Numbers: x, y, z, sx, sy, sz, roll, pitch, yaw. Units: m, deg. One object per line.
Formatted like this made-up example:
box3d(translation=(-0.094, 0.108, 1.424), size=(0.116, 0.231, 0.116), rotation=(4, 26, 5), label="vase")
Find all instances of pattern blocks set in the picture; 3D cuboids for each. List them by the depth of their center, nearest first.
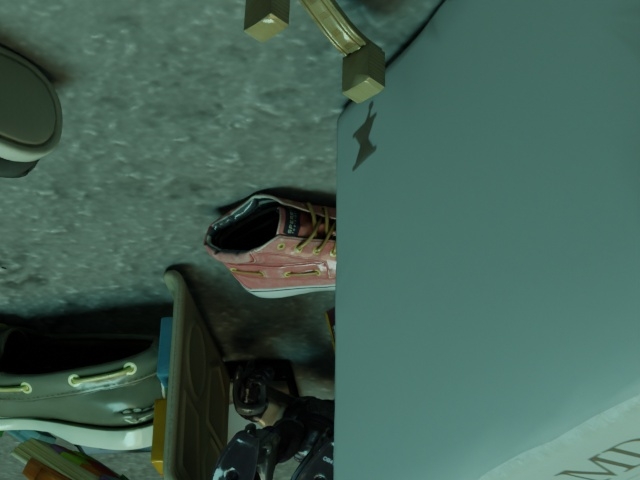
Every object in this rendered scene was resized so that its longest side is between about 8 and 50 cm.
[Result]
box3d(translation=(-0.198, 0.246, 1.283), size=(0.325, 0.026, 0.285), rotation=(29, 173, 8), label="pattern blocks set")

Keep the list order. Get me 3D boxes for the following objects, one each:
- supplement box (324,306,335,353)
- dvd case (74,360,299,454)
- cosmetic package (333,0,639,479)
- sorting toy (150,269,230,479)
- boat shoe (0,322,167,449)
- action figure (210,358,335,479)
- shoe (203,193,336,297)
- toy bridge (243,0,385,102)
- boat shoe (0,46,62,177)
box3d(translation=(0.111, 0.082, 1.060), size=(0.188, 0.104, 0.081), rotation=(-11, 173, -18), label="supplement box")
box3d(translation=(-0.146, 0.175, 1.366), size=(0.253, 0.022, 0.180), rotation=(-3, 149, 5), label="dvd case")
box3d(translation=(0.252, 0.027, 0.815), size=(0.394, 0.327, 0.329), rotation=(16, 147, -24), label="cosmetic package")
box3d(translation=(-0.112, 0.157, 1.151), size=(0.038, 0.208, 0.193), rotation=(-8, 149, 5), label="sorting toy")
box3d(translation=(-0.273, 0.121, 1.207), size=(0.305, 0.109, 0.091), rotation=(4, 110, 17), label="boat shoe")
box3d(translation=(-0.007, 0.178, 1.181), size=(0.185, 0.099, 0.285), rotation=(16, -173, 8), label="action figure")
box3d(translation=(0.000, 0.000, 1.028), size=(0.178, 0.063, 0.081), rotation=(-11, 151, 24), label="shoe")
box3d(translation=(-0.029, -0.148, 0.778), size=(0.026, 0.063, 0.188), rotation=(-26, 139, 37), label="toy bridge")
box3d(translation=(-0.312, -0.108, 0.800), size=(0.095, 0.112, 0.335), rotation=(-29, 143, 32), label="boat shoe")
